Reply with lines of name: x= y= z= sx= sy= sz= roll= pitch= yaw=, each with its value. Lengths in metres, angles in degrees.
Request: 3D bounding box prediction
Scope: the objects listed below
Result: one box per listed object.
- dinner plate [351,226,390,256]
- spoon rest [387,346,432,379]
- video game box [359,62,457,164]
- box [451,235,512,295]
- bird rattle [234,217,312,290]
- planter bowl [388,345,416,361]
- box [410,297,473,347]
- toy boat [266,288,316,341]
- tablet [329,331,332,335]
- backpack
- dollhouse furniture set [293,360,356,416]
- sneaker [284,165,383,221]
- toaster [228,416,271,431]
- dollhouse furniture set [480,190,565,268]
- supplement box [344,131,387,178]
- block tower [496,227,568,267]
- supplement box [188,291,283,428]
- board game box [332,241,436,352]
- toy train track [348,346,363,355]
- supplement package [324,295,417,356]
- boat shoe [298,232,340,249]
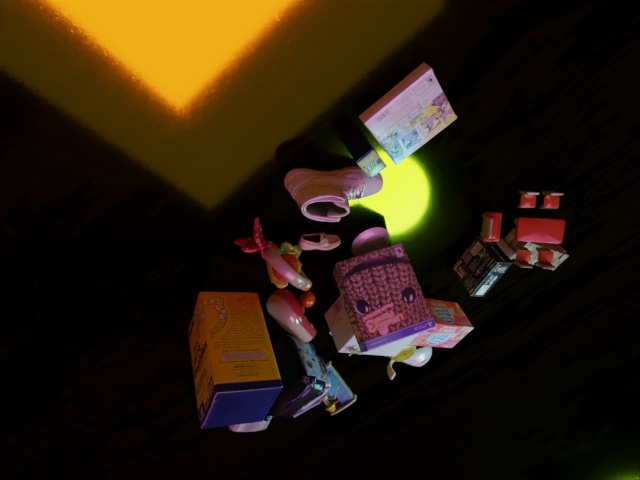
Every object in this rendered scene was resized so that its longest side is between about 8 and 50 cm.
dinner plate: x=0.172 y=0.013 z=1.438 sx=0.141 sy=0.017 sz=0.141 roll=-12 pitch=135 yaw=-12
spoon rest: x=0.430 y=0.579 z=2.076 sx=0.276 sy=0.084 sz=0.137 roll=-14 pitch=139 yaw=-31
video game box: x=0.231 y=-0.321 z=1.115 sx=0.205 sy=0.048 sz=0.187 roll=-37 pitch=134 yaw=13
box: x=0.603 y=0.098 z=1.620 sx=0.077 sy=0.147 sz=0.180 roll=5 pitch=129 yaw=-28
bird rattle: x=-0.111 y=0.050 z=1.223 sx=0.143 sy=0.207 sz=0.253 roll=-43 pitch=147 yaw=-7
planter bowl: x=0.360 y=0.478 z=1.922 sx=0.217 sy=0.090 sz=0.217 roll=-13 pitch=136 yaw=-13
box: x=0.472 y=0.349 z=1.808 sx=0.300 sy=0.142 sz=0.154 roll=13 pitch=126 yaw=-33
toy boat: x=-0.077 y=0.235 z=1.475 sx=0.151 sy=0.151 sz=0.231 roll=-51 pitch=141 yaw=-17
tablet: x=0.081 y=0.365 z=1.746 sx=0.083 sy=0.006 sz=0.054 roll=-33 pitch=136 yaw=7
backpack: x=-0.103 y=0.494 z=1.604 sx=0.276 sy=0.263 sz=0.213 roll=-41 pitch=140 yaw=20
dollhouse furniture set: x=-0.013 y=0.692 z=1.771 sx=0.286 sy=0.198 sz=0.303 roll=-37 pitch=180 yaw=12
sneaker: x=0.063 y=-0.115 z=1.152 sx=0.293 sy=0.169 sz=0.108 roll=-5 pitch=132 yaw=-22
toaster: x=-0.305 y=0.731 z=1.843 sx=0.227 sy=0.129 sz=0.146 roll=13 pitch=122 yaw=-31
dollhouse furniture set: x=0.688 y=-0.038 z=1.453 sx=0.259 sy=0.135 sz=0.262 roll=3 pitch=98 yaw=7
supplement box: x=0.120 y=-0.224 z=1.132 sx=0.056 sy=0.083 sz=0.083 roll=-38 pitch=137 yaw=15
block tower: x=0.861 y=0.038 z=1.720 sx=0.335 sy=0.091 sz=0.097 roll=11 pitch=126 yaw=-33
supplement box: x=-0.275 y=0.351 z=1.313 sx=0.195 sy=0.356 sz=0.194 roll=5 pitch=129 yaw=-28
board game box: x=0.198 y=0.186 z=1.398 sx=0.232 sy=0.291 sz=0.141 roll=-18 pitch=166 yaw=-8
toy train track: x=0.126 y=0.397 z=1.538 sx=0.048 sy=0.014 sz=0.083 roll=-43 pitch=140 yaw=13
supplement package: x=0.198 y=0.311 z=1.621 sx=0.293 sy=0.175 sz=0.177 roll=15 pitch=125 yaw=-34
boat shoe: x=0.000 y=0.000 z=1.320 sx=0.135 sy=0.050 sz=0.045 roll=-7 pitch=140 yaw=-18
